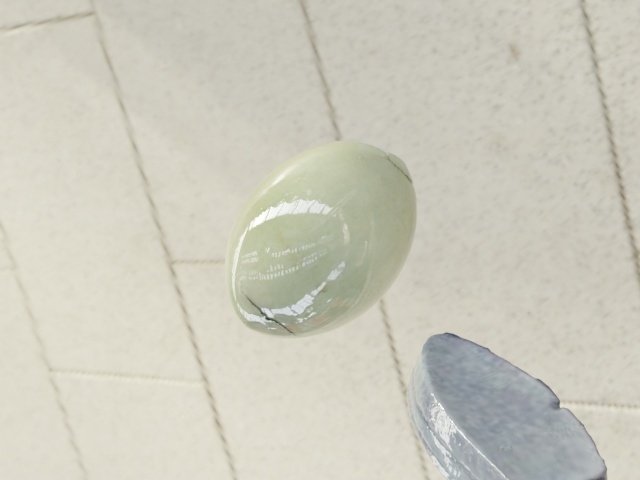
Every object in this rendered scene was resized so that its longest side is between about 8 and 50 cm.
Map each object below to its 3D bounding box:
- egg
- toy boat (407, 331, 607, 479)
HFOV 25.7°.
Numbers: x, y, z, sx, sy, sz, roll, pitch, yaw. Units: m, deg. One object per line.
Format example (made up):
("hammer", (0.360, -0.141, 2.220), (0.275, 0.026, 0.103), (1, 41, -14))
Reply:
("egg", (0.000, 0.000, 1.551), (0.186, 0.253, 0.186), (42, 173, 6))
("toy boat", (0.171, 0.190, 1.386), (0.283, 0.127, 0.078), (49, 147, 48))
